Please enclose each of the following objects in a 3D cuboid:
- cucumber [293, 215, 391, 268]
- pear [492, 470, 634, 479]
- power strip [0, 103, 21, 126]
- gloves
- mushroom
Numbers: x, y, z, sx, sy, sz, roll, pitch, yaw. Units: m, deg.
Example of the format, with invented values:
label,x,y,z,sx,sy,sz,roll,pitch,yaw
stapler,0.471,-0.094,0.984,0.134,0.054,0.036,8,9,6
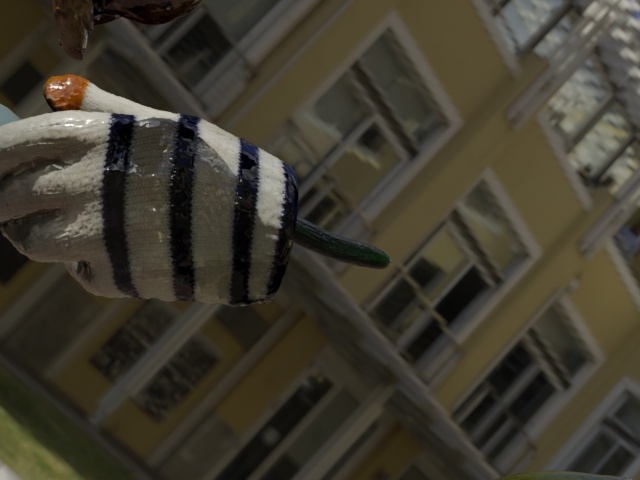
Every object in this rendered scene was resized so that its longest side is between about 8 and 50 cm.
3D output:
label,x,y,z,sx,sy,sz,roll,pitch,yaw
cucumber,0.000,0.000,1.532,0.184,0.033,0.036,22,32,-18
pear,0.143,0.268,0.887,0.212,0.269,0.212,51,11,-13
power strip,-0.319,0.006,0.981,0.054,0.253,0.167,37,13,0
gloves,-0.133,-0.028,0.866,0.218,0.140,0.131,12,8,-17
mushroom,-0.103,-0.166,0.760,0.135,0.170,0.080,-3,-47,39
